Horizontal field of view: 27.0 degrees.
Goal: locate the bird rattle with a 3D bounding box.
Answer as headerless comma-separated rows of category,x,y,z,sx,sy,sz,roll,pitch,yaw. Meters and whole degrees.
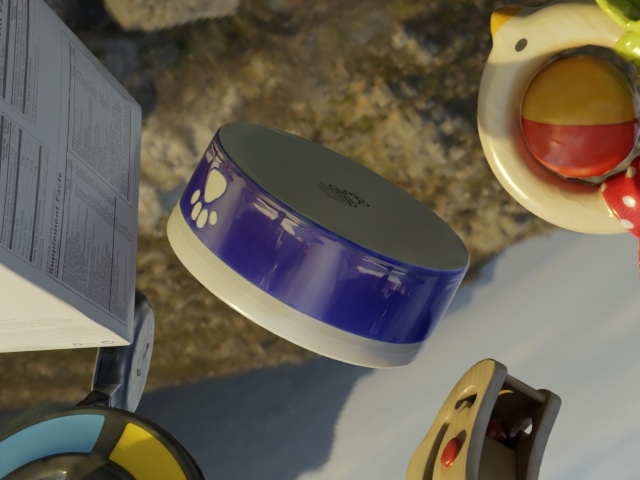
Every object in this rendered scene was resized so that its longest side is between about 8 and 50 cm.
bird rattle,0.209,-0.077,0.898,0.207,0.253,0.143,7,-149,27

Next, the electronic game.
electronic game,-0.162,0.205,0.788,0.229,0.229,0.048,-35,140,3

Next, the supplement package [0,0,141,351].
supplement package,-0.262,-0.046,0.910,0.199,0.198,0.263,-4,162,13

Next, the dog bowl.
dog bowl,0.000,0.000,1.222,0.104,0.265,0.265,-61,166,18

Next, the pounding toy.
pounding toy,0.181,0.219,1.241,0.154,0.155,0.269,-55,-166,25

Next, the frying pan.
frying pan,-0.249,0.148,1.589,0.326,0.053,0.197,-17,118,-87
